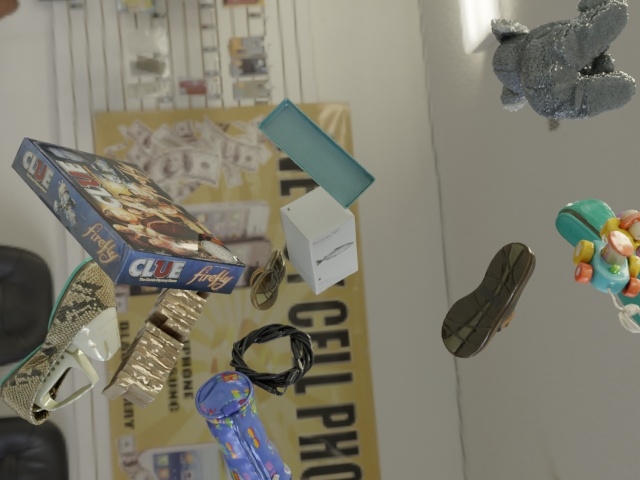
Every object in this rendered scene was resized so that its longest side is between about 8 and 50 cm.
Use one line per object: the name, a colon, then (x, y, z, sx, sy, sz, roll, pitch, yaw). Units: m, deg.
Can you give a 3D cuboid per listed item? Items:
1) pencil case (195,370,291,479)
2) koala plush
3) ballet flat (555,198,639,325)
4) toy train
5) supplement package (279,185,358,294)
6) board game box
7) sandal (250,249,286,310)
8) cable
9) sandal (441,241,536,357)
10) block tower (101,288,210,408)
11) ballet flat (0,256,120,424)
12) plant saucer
pencil case: (-0.155, 0.415, 1.522, 0.133, 0.119, 0.306, 36, -30, 52)
koala plush: (0.371, -0.299, 1.238, 0.221, 0.203, 0.196, 31, -37, 57)
ballet flat: (0.440, 0.033, 1.031, 0.247, 0.087, 0.083, 53, -22, 21)
toy train: (0.320, 0.017, 0.702, 0.125, 0.166, 0.046, 45, -40, 28)
supplement package: (0.000, 0.000, 1.426, 0.105, 0.105, 0.179, 50, -19, 33)
board game box: (-0.218, -0.028, 0.831, 0.243, 0.165, 0.042, 39, -74, 33)
sandal: (-0.111, 0.078, 1.446, 0.180, 0.049, 0.072, -69, 151, -59)
cable: (-0.105, 0.236, 1.542, 0.150, 0.185, 0.047, -54, 144, -22)
sandal: (0.266, 0.097, 1.134, 0.219, 0.060, 0.090, -62, -141, 23)
block tower: (-0.336, 0.200, 1.578, 0.091, 0.097, 0.335, -38, -159, 50)
ballet flat: (-0.568, 0.253, 1.694, 0.483, 0.182, 0.164, -50, 171, 24)
plant saucer: (-0.006, -0.131, 1.116, 0.192, 0.067, 0.018, 43, -7, 11)
